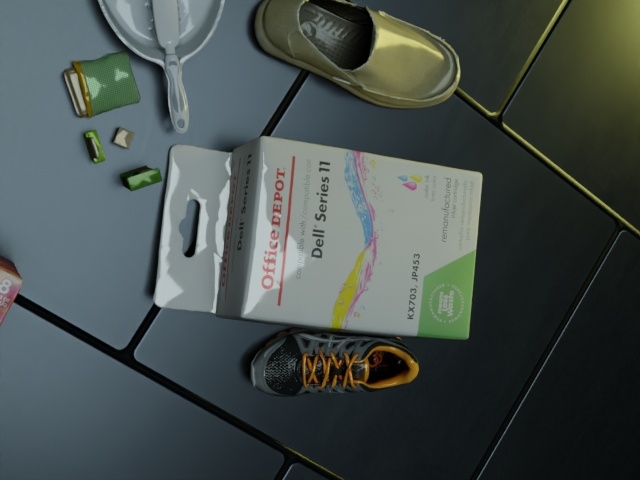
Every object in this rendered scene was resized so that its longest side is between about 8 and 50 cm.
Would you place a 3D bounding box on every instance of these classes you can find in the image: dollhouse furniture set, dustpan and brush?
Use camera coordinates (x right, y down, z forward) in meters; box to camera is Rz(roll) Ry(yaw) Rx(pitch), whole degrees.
[{"bbox_3d":[-0.224,-0.131,1.081,0.076,0.058,0.151,-20,103,-18],"label":"dollhouse furniture set"},{"bbox_3d":[-0.168,-0.226,1.087,0.147,0.060,0.211,-9,113,-12],"label":"dustpan and brush"}]

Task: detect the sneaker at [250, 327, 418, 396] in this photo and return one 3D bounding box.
[{"bbox_3d":[0.021,0.150,1.194,0.215,0.083,0.084,-6,99,-19],"label":"sneaker"}]

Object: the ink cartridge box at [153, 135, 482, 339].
[{"bbox_3d":[0.000,0.000,1.137,0.353,0.119,0.207,7,85,-21],"label":"ink cartridge box"}]

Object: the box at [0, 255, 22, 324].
[{"bbox_3d":[-0.462,0.024,0.960,0.300,0.154,0.142,30,85,-20],"label":"box"}]

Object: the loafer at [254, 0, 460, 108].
[{"bbox_3d":[0.055,-0.221,1.159,0.268,0.092,0.102,12,92,-22],"label":"loafer"}]
